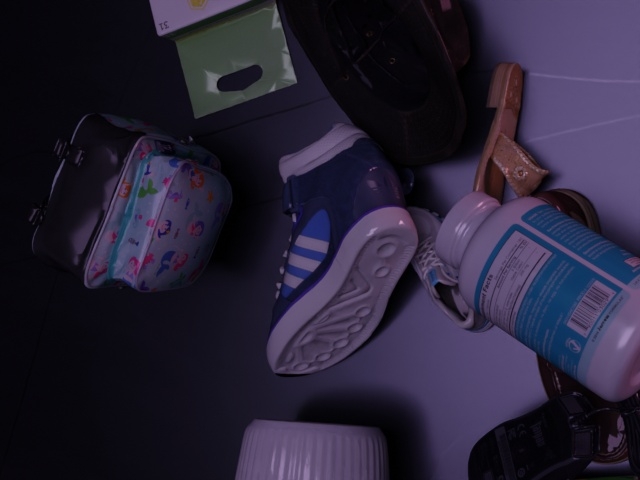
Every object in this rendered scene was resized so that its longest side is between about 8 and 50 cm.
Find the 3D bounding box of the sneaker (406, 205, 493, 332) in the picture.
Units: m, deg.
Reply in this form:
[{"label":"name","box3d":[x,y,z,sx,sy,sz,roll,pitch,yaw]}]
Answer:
[{"label":"sneaker","box3d":[0.151,0.034,1.474,0.071,0.083,0.190,-41,74,20]}]

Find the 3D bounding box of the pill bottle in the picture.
[{"label":"pill bottle","box3d":[0.253,0.047,1.266,0.264,0.146,0.146,36,104,31]}]

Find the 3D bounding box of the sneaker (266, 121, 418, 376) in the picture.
[{"label":"sneaker","box3d":[0.000,0.000,1.535,0.323,0.130,0.236,-58,41,37]}]

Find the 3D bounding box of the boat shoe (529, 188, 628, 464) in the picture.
[{"label":"boat shoe","box3d":[0.302,0.104,1.389,0.123,0.123,0.342,-11,86,22]}]

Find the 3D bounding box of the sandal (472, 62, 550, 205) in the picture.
[{"label":"sandal","box3d":[0.244,-0.100,1.431,0.079,0.088,0.240,6,88,28]}]

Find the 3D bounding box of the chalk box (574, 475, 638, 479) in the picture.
[{"label":"chalk box","box3d":[0.237,0.401,1.374,0.289,0.179,0.180,-10,99,22]}]

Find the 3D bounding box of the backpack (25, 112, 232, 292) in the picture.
[{"label":"backpack","box3d":[-0.232,-0.042,1.543,0.191,0.253,0.225,23,96,17]}]

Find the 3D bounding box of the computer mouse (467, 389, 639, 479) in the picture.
[{"label":"computer mouse","box3d":[0.287,0.259,1.319,0.262,0.060,0.184,-43,42,29]}]

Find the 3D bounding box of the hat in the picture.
[{"label":"hat","box3d":[0.099,-0.262,1.453,0.134,0.331,0.331,-34,73,-26]}]

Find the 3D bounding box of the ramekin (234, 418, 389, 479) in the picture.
[{"label":"ramekin","box3d":[-0.008,0.286,1.483,0.207,0.207,0.109,1,80,23]}]

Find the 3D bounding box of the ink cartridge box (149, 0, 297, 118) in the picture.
[{"label":"ink cartridge box","box3d":[-0.142,-0.307,1.609,0.171,0.056,0.235,-17,82,21]}]
